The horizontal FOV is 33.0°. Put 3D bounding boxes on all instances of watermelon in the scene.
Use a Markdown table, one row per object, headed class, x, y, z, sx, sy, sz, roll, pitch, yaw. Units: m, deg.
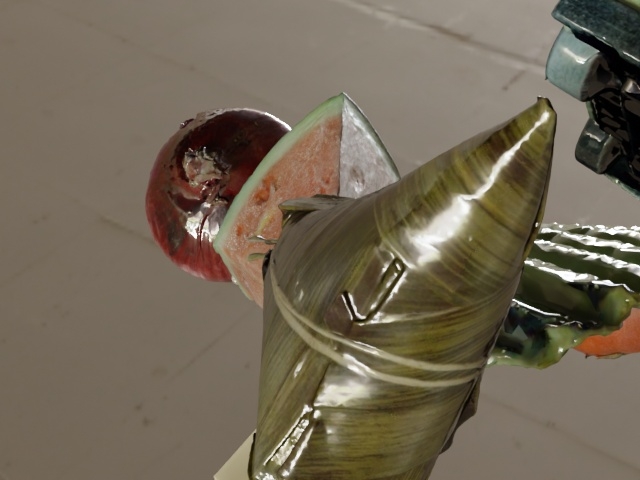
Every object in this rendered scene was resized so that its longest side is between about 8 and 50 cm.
| class | x | y | z | sx | sy | sz | roll | pitch | yaw |
| --- | --- | --- | --- | --- | --- | --- | --- | --- | --- |
| watermelon | -0.017 | -0.033 | 1.458 | 0.283 | 0.292 | 0.250 | -28 | -95 | 2 |

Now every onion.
| class | x | y | z | sx | sy | sz | roll | pitch | yaw |
| --- | --- | --- | --- | --- | --- | --- | --- | --- | --- |
| onion | -0.182 | -0.097 | 2.048 | 0.347 | 0.285 | 0.348 | -4 | -104 | 15 |

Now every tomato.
| class | x | y | z | sx | sy | sz | roll | pitch | yaw |
| --- | --- | --- | --- | --- | --- | --- | --- | --- | --- |
| tomato | 0.537 | 0.099 | 1.977 | 0.255 | 0.224 | 0.256 | -13 | -171 | 2 |

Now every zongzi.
| class | x | y | z | sx | sy | sz | roll | pitch | yaw |
| --- | --- | --- | --- | --- | --- | --- | --- | --- | --- |
| zongzi | 0.043 | -0.011 | 0.566 | 0.111 | 0.241 | 0.248 | 20 | -153 | -14 |

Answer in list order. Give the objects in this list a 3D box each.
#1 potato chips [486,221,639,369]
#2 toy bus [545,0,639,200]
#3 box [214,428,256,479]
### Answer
| class | x | y | z | sx | sy | sz | roll | pitch | yaw |
| --- | --- | --- | --- | --- | --- | --- | --- | --- | --- |
| potato chips | 0.204 | 0.026 | 1.004 | 0.358 | 0.070 | 0.429 | -10 | -168 | -25 |
| toy bus | 0.235 | -0.096 | 0.607 | 0.133 | 0.165 | 0.276 | 36 | -179 | 22 |
| box | -0.032 | 0.359 | 1.646 | 0.168 | 0.212 | 0.095 | -47 | -132 | -3 |
